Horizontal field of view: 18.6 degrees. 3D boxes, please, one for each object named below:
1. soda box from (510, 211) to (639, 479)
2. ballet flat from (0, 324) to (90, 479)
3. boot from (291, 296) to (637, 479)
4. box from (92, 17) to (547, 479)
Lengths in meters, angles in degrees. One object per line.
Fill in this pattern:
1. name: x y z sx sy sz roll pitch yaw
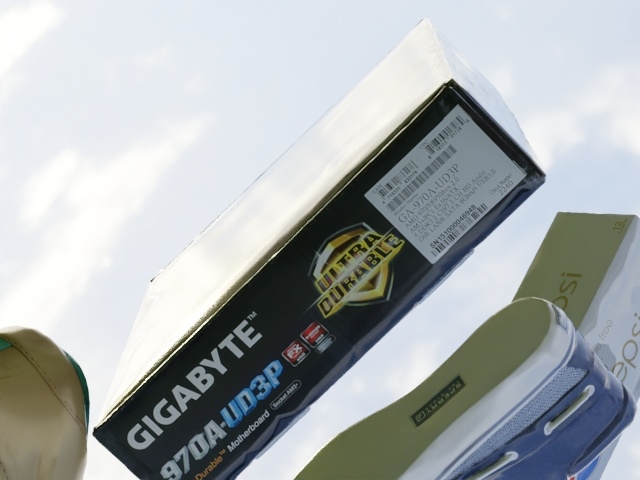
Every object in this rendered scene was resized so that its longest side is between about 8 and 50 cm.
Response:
1. soda box: 0.139 0.090 1.163 0.074 0.069 0.216 3 -120 55
2. ballet flat: -0.126 0.143 0.698 0.080 0.232 0.073 15 -157 35
3. boot: 0.069 0.117 0.988 0.190 0.086 0.069 -39 -149 12
4. box: 0.000 0.000 0.761 0.175 0.051 0.220 -44 -171 9
